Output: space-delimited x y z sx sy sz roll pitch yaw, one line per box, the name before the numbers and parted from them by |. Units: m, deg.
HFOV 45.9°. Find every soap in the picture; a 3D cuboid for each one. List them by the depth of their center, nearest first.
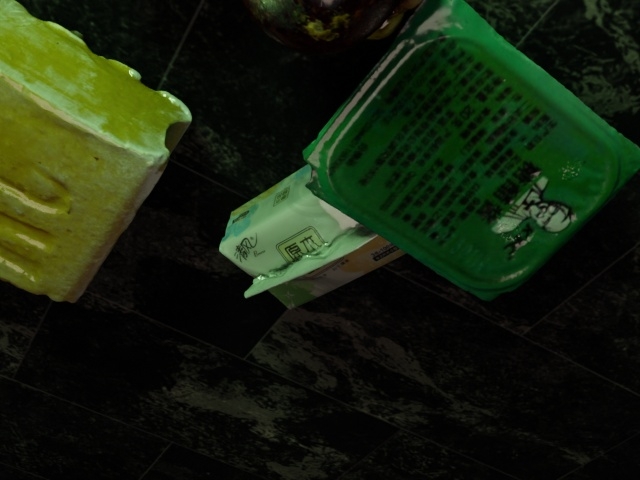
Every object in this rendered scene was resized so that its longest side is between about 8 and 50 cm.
soap | -0.369 -0.102 0.967 0.293 0.156 0.335 33 128 -16

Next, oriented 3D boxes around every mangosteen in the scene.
mangosteen | 0.021 -0.277 0.747 0.217 0.192 0.192 -4 148 -45

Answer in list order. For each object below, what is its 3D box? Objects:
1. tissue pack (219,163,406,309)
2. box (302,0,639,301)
tissue pack | 0.000 0.000 1.008 0.229 0.145 0.159 -28 124 30
box | 0.169 -0.106 0.891 0.336 0.106 0.264 31 115 -23
